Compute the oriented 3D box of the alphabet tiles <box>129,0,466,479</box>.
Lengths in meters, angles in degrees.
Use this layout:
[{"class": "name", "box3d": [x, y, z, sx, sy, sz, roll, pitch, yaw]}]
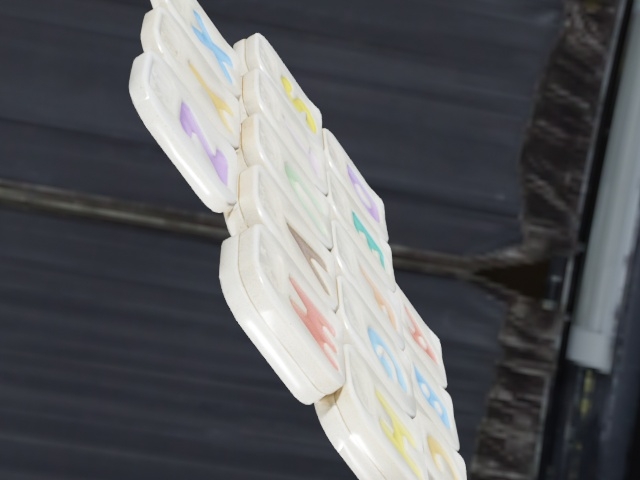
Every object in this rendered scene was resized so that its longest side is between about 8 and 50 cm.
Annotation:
[{"class": "alphabet tiles", "box3d": [0.000, 0.000, 0.683, 0.278, 0.021, 0.284, 55, 14, -25]}]
